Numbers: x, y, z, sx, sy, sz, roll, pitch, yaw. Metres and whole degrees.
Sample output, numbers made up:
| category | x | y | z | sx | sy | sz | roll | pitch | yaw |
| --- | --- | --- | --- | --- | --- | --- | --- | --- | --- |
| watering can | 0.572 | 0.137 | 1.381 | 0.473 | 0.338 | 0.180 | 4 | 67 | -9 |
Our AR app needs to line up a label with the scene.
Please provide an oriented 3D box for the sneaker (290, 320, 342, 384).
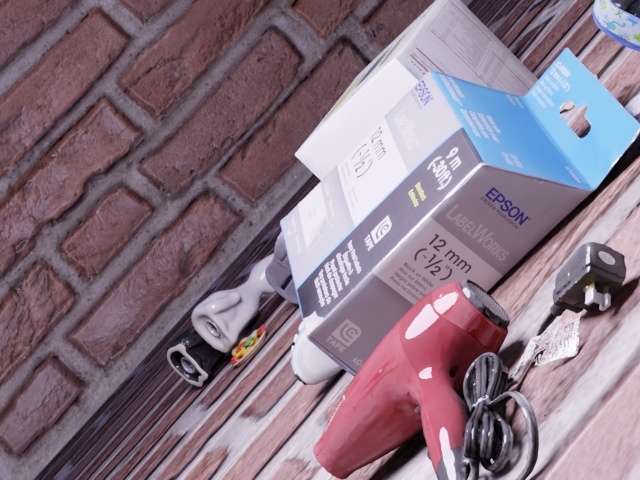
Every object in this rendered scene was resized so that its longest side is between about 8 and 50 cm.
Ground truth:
| category | x | y | z | sx | sy | sz | roll | pitch | yaw |
| --- | --- | --- | --- | --- | --- | --- | --- | --- | --- |
| sneaker | 0.042 | 0.085 | 1.388 | 0.190 | 0.071 | 0.083 | -47 | 12 | -3 |

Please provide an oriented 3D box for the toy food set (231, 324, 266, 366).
| category | x | y | z | sx | sy | sz | roll | pitch | yaw |
| --- | --- | --- | --- | --- | --- | --- | --- | --- | --- |
| toy food set | -0.118 | 0.171 | 2.057 | 0.082 | 0.020 | 0.083 | -43 | 7 | 24 |

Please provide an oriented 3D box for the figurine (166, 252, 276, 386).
| category | x | y | z | sx | sy | sz | roll | pitch | yaw |
| --- | --- | --- | --- | --- | --- | --- | --- | --- | --- |
| figurine | -0.149 | 0.123 | 2.189 | 0.209 | 0.092 | 0.215 | -46 | -4 | -41 |

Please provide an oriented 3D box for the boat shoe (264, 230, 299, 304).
| category | x | y | z | sx | sy | sz | roll | pitch | yaw |
| --- | --- | --- | --- | --- | --- | --- | --- | --- | --- |
| boat shoe | 0.000 | 0.000 | 1.900 | 0.119 | 0.121 | 0.335 | -54 | 7 | -20 |

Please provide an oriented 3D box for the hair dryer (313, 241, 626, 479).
| category | x | y | z | sx | sy | sz | roll | pitch | yaw |
| --- | --- | --- | --- | --- | --- | --- | --- | --- | --- |
| hair dryer | 0.081 | 0.111 | 0.931 | 0.223 | 0.080 | 0.293 | -52 | 8 | -37 |

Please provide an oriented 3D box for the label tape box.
| category | x | y | z | sx | sy | sz | roll | pitch | yaw |
| --- | --- | --- | --- | --- | --- | --- | --- | --- | --- |
| label tape box | 0.122 | -0.054 | 1.246 | 0.347 | 0.115 | 0.249 | -47 | 23 | 16 |

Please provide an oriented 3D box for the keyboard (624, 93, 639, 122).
| category | x | y | z | sx | sy | sz | roll | pitch | yaw |
| --- | --- | --- | --- | --- | --- | --- | --- | --- | --- |
| keyboard | 0.350 | -0.161 | 1.153 | 0.072 | 0.014 | 0.256 | -51 | 8 | -32 |

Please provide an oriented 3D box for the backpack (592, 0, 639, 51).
| category | x | y | z | sx | sy | sz | roll | pitch | yaw |
| --- | --- | --- | --- | --- | --- | --- | --- | --- | --- |
| backpack | 0.349 | -0.256 | 1.362 | 0.114 | 0.105 | 0.084 | -51 | -14 | -29 |

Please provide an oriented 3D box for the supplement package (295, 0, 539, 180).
| category | x | y | z | sx | sy | sz | roll | pitch | yaw |
| --- | --- | --- | --- | --- | --- | --- | --- | --- | --- |
| supplement package | 0.136 | -0.154 | 1.637 | 0.199 | 0.198 | 0.262 | -41 | 9 | 34 |

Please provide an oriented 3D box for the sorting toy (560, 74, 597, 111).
| category | x | y | z | sx | sy | sz | roll | pitch | yaw |
| --- | --- | --- | --- | --- | --- | --- | --- | --- | --- |
| sorting toy | 0.295 | -0.167 | 1.534 | 0.083 | 0.012 | 0.062 | -47 | 7 | -9 |
